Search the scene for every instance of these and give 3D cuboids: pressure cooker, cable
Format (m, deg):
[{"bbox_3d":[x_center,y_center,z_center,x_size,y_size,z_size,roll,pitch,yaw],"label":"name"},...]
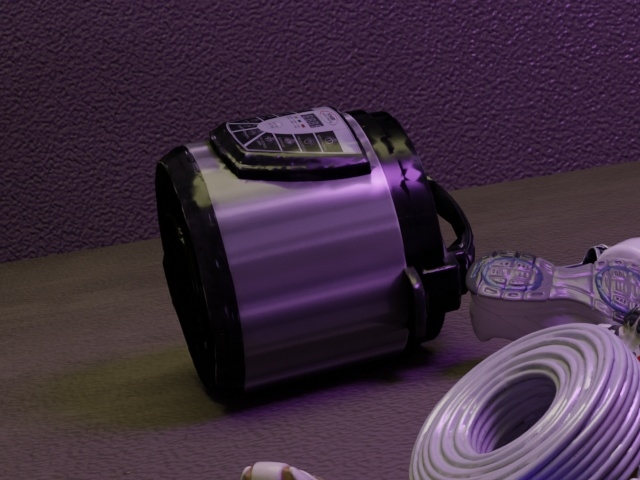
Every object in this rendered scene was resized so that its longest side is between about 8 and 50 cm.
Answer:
[{"bbox_3d":[0.000,0.004,2.078,0.420,0.370,0.375,-12,-14,-12],"label":"pressure cooker"},{"bbox_3d":[0.195,0.187,1.388,0.257,0.089,0.257,-28,22,32],"label":"cable"}]

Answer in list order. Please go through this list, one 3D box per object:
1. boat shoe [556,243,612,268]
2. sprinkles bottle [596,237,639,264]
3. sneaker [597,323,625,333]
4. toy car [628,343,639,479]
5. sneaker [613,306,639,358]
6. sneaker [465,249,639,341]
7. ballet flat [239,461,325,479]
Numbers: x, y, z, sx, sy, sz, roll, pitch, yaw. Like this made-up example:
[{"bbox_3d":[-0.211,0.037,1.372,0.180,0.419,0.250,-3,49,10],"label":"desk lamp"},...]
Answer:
[{"bbox_3d":[0.418,0.049,2.186,0.227,0.081,0.079,-15,11,-19],"label":"boat shoe"},{"bbox_3d":[0.538,0.021,2.102,0.355,0.121,0.121,-20,14,-41],"label":"sprinkles bottle"},{"bbox_3d":[0.362,0.143,1.736,0.106,0.078,0.234,-9,8,22],"label":"sneaker"},{"bbox_3d":[0.306,0.179,1.504,0.239,0.053,0.225,-57,6,-26],"label":"toy car"},{"bbox_3d":[0.401,0.152,1.569,0.110,0.107,0.275,22,18,-14],"label":"sneaker"},{"bbox_3d":[0.336,0.095,1.923,0.297,0.129,0.111,11,47,9],"label":"sneaker"},{"bbox_3d":[-0.057,0.271,1.368,0.123,0.123,0.348,-6,11,24],"label":"ballet flat"}]
